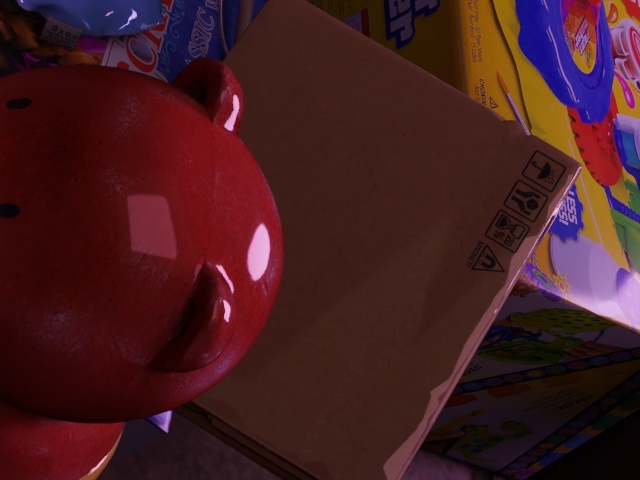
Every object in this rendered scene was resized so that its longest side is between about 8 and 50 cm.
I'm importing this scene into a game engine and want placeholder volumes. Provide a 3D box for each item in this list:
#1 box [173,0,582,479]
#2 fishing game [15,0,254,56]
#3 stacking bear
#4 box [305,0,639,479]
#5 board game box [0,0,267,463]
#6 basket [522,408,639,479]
[{"bbox_3d":[0.000,0.000,0.818,0.164,0.021,0.201,31,61,5],"label":"box"},{"bbox_3d":[-0.121,-0.177,0.872,0.264,0.041,0.189,29,55,-43],"label":"fishing game"},{"bbox_3d":[-0.134,0.035,0.631,0.164,0.289,0.175,34,46,-32],"label":"stacking bear"},{"bbox_3d":[0.102,-0.045,1.047,0.279,0.177,0.290,23,53,-41],"label":"box"},{"bbox_3d":[-0.172,-0.108,0.856,0.318,0.066,0.319,37,45,-30],"label":"board game box"},{"bbox_3d":[0.174,0.174,0.958,0.154,0.227,0.204,0,68,-49],"label":"basket"}]
